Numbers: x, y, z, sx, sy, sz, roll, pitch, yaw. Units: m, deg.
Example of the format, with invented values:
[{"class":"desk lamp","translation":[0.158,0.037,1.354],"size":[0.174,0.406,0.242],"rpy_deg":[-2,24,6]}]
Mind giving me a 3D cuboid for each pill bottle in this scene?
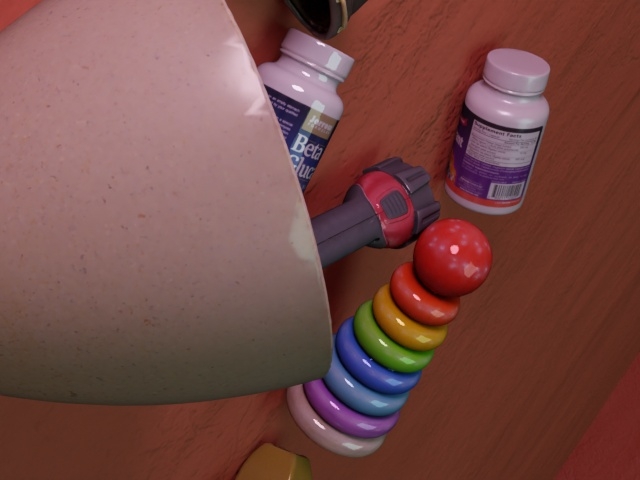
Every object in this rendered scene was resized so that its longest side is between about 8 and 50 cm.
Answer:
[{"class":"pill bottle","translation":[0.228,-0.139,1.486],"size":[0.108,0.108,0.193],"rpy_deg":[-27,138,-45]},{"class":"pill bottle","translation":[-0.035,-0.110,1.108],"size":[0.094,0.094,0.169],"rpy_deg":[13,105,-60]}]

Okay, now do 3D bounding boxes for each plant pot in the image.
[{"class":"plant pot","translation":[-0.057,0.305,1.492],"size":[0.081,0.081,0.083],"rpy_deg":[38,70,-61]}]

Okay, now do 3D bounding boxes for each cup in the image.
[{"class":"cup","translation":[-0.163,-0.016,0.818],"size":[0.237,0.331,0.331],"rpy_deg":[-21,140,-12]}]

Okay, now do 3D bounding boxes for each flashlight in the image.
[{"class":"flashlight","translation":[0.000,0.000,1.278],"size":[0.304,0.103,0.103],"rpy_deg":[-27,135,-38]}]

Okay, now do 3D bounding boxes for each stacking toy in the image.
[{"class":"stacking toy","translation":[0.094,0.105,1.386],"size":[0.141,0.141,0.330],"rpy_deg":[-14,145,-53]}]

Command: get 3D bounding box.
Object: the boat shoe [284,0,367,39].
[{"class":"boat shoe","translation":[-0.023,-0.273,0.958],"size":[0.097,0.116,0.324],"rpy_deg":[-59,158,-6]}]
